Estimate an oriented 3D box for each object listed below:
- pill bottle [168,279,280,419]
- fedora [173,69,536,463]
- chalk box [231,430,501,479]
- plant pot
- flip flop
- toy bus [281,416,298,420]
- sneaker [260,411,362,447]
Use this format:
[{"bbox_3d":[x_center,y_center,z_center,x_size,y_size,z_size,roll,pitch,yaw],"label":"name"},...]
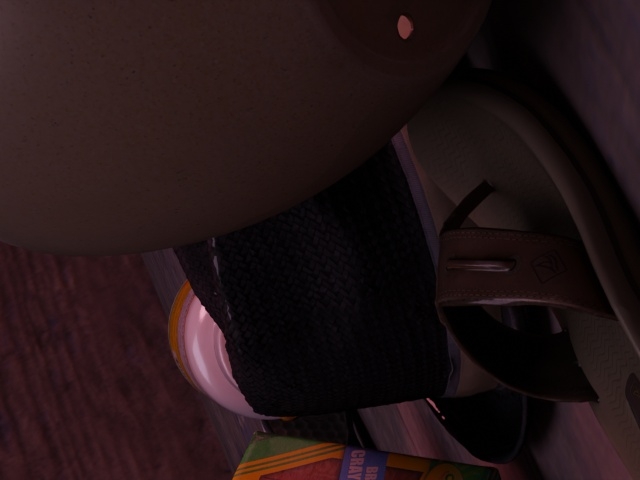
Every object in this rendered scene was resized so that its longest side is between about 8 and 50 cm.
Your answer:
[{"bbox_3d":[-0.049,0.078,1.596,0.245,0.136,0.136,177,73,-80],"label":"pill bottle"},{"bbox_3d":[0.000,0.000,1.091,0.334,0.152,0.334,159,90,-81],"label":"fedora"},{"bbox_3d":[0.046,0.215,1.146,0.132,0.213,0.132,-64,-34,-37],"label":"chalk box"},{"bbox_3d":[-0.036,-0.130,0.805,0.191,0.284,0.284,3,119,41],"label":"plant pot"},{"bbox_3d":[0.097,0.033,0.824,0.112,0.080,0.277,83,164,-55],"label":"flip flop"},{"bbox_3d":[-0.041,-0.042,1.373,0.130,0.108,0.333,97,151,-70],"label":"toy bus"},{"bbox_3d":[0.010,0.230,1.743,0.163,0.086,0.226,83,163,-46],"label":"sneaker"}]
